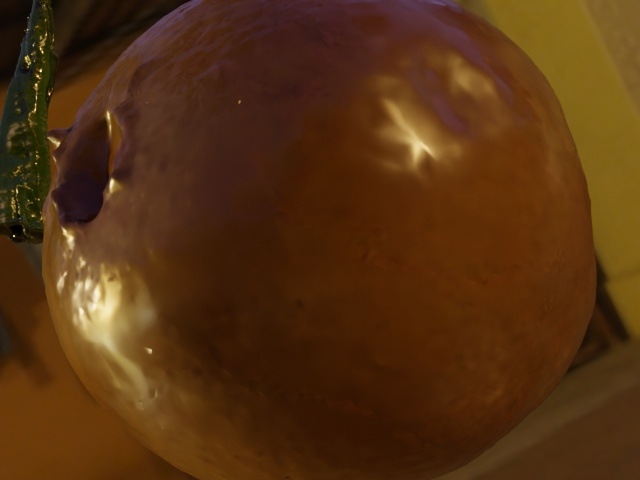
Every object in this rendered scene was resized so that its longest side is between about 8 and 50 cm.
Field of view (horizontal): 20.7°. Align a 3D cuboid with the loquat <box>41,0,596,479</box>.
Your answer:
[{"bbox_3d":[0.000,0.000,1.028,0.328,0.328,0.328,-25,-4,-2],"label":"loquat"}]

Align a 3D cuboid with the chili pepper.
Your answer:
[{"bbox_3d":[-0.367,-0.171,2.174,0.085,0.359,0.076,9,-20,-29],"label":"chili pepper"}]
